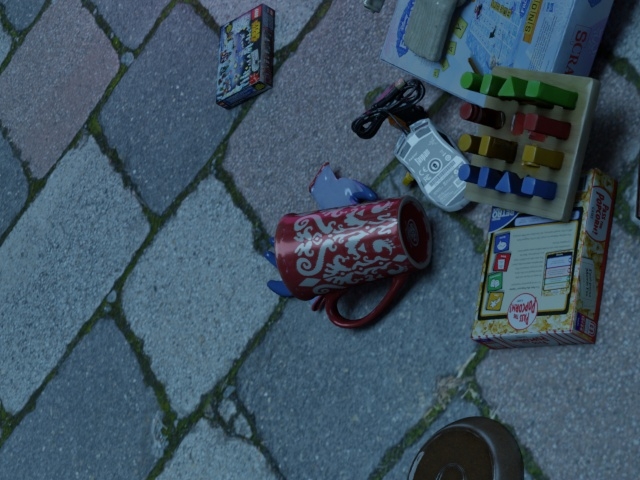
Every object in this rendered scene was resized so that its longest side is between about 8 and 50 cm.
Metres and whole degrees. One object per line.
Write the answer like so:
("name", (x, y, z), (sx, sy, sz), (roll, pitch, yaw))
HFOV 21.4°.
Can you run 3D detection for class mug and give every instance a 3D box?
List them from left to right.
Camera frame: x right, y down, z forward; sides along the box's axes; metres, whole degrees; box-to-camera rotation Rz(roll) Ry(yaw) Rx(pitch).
("mug", (0.052, 0.018, 2.086), (0.169, 0.150, 0.113), (-13, 35, 29))

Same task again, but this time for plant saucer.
("plant saucer", (0.153, 0.274, 1.889), (0.168, 0.029, 0.168), (-23, 54, 37))

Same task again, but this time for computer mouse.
("computer mouse", (0.128, -0.108, 2.082), (0.106, 0.042, 0.193), (-43, 65, 13))

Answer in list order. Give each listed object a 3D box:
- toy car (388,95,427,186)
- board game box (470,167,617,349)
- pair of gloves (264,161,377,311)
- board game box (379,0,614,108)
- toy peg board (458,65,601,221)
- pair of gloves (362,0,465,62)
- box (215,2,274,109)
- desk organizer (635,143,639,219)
("toy car", (0.097, -0.127, 2.146), (0.040, 0.060, 0.122), (127, 156, -60))
("board game box", (0.250, 0.022, 1.903), (0.147, 0.045, 0.193), (-7, 65, 46))
("pair of gloves", (0.000, 0.000, 2.208), (0.198, 0.023, 0.159), (-56, 41, 14))
("board game box", (0.227, -0.321, 2.037), (0.318, 0.066, 0.318), (34, 111, 50))
("toy peg board", (0.213, -0.117, 1.895), (0.161, 0.079, 0.160), (16, 93, 51))
("pair of gloves", (0.115, -0.357, 2.104), (0.240, 0.042, 0.204), (52, 125, 47))
("box", (-0.110, -0.269, 2.469), (0.094, 0.027, 0.137), (-23, 54, 37))
("desk organizer", (0.376, -0.080, 1.819), (0.050, 0.047, 0.130), (-12, 62, 41))
